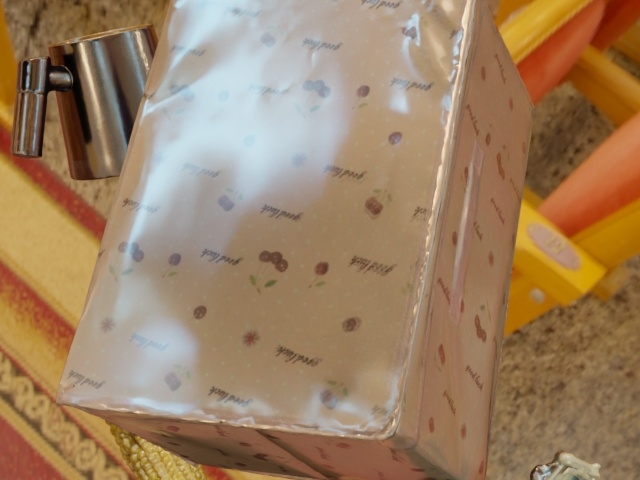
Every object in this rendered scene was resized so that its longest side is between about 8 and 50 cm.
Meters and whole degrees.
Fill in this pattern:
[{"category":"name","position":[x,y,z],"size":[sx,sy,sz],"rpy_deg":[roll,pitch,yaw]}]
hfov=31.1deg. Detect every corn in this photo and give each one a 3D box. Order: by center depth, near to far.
[{"category":"corn","position":[-0.217,0.274,1.523],"size":[0.097,0.097,0.320],"rpy_deg":[-22,72,-26]}]

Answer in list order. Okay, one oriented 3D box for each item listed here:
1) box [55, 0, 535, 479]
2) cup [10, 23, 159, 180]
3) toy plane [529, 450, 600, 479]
[{"category":"box","position":[0.000,0.000,0.745],"size":[0.225,0.190,0.297],"rpy_deg":[2,66,25]},{"category":"cup","position":[-0.279,-0.174,1.483],"size":[0.166,0.177,0.239],"rpy_deg":[-5,16,20]},{"category":"toy plane","position":[0.079,0.193,0.708],"size":[0.262,0.192,0.088],"rpy_deg":[33,8,-39]}]
